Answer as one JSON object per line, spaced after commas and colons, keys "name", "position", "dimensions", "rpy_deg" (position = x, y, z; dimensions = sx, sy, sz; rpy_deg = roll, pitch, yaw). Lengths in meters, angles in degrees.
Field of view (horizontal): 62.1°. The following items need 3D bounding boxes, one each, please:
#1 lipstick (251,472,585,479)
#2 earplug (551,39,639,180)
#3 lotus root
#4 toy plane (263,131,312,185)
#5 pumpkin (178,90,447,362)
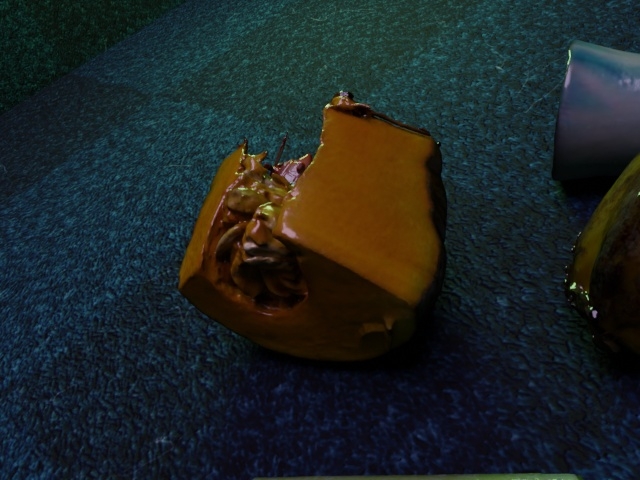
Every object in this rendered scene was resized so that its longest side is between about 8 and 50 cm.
{"name": "lipstick", "position": [0.078, 0.244, 0.467], "dimensions": [0.304, 0.076, 0.076], "rpy_deg": [-8, 42, 18]}
{"name": "earplug", "position": [0.468, -0.153, 0.650], "dimensions": [0.323, 0.185, 0.185], "rpy_deg": [8, 49, 26]}
{"name": "lotus root", "position": [0.395, -0.051, 0.502], "dimensions": [0.397, 0.179, 0.196], "rpy_deg": [-47, 15, 10]}
{"name": "toy plane", "position": [-0.077, -0.070, 0.867], "dimensions": [0.077, 0.126, 0.194], "rpy_deg": [31, 58, 13]}
{"name": "pumpkin", "position": [0.000, 0.000, 0.636], "dimensions": [0.303, 0.256, 0.226], "rpy_deg": [-19, 38, 43]}
